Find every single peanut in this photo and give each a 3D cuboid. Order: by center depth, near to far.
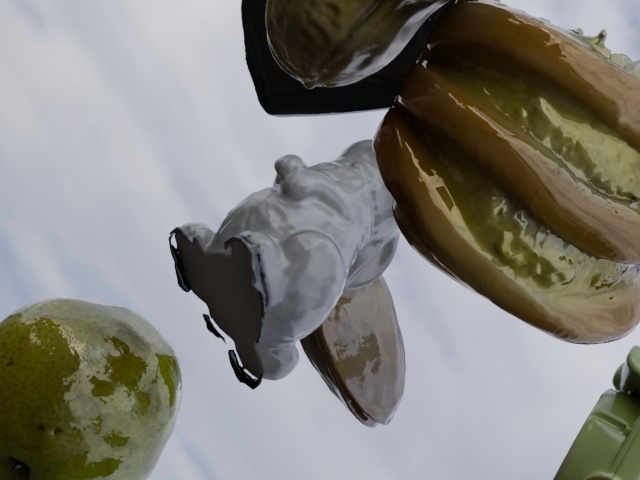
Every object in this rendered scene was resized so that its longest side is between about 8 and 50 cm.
[{"bbox_3d":[0.059,-0.238,1.223,0.305,0.147,0.147,-34,-96,41],"label":"peanut"}]

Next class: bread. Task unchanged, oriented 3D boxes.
[{"bbox_3d":[0.206,-0.061,1.199,0.316,0.270,0.211,33,-10,-17],"label":"bread"}]

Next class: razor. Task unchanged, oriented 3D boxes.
[{"bbox_3d":[0.071,-0.272,1.786,0.113,0.349,0.204,-36,119,-71],"label":"razor"}]

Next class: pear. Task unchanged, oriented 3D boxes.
[{"bbox_3d":[-0.330,0.218,1.812,0.294,0.294,0.294,49,-25,32],"label":"pear"}]

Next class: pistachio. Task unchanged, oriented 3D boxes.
[{"bbox_3d":[0.050,0.160,2.085,0.163,0.213,0.260,-25,-105,30],"label":"pistachio"}]

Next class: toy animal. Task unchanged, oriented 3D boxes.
[{"bbox_3d":[0.000,0.000,1.736,0.194,0.357,0.257,20,-54,42],"label":"toy animal"}]

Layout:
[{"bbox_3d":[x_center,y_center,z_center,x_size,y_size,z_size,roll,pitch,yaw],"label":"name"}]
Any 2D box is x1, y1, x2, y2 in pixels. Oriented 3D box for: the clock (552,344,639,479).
[{"bbox_3d":[0.347,0.292,1.677,0.096,0.308,0.235,28,-17,15],"label":"clock"}]
